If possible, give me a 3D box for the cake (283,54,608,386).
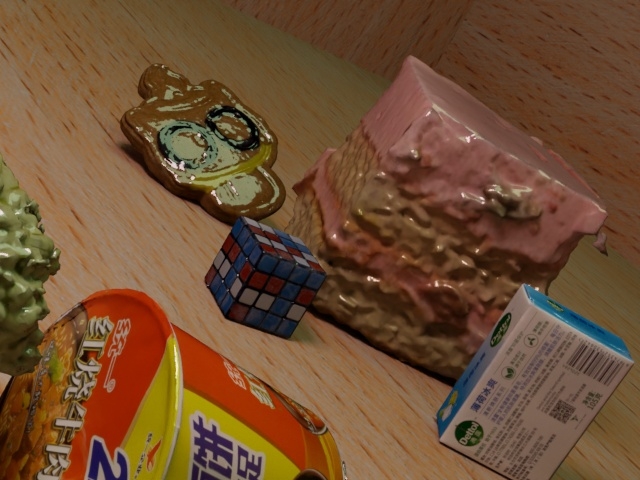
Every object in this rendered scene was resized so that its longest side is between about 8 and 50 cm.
[{"bbox_3d":[0.148,-0.032,1.566,0.314,0.307,0.293,28,21,-17],"label":"cake"}]

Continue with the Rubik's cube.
[{"bbox_3d":[-0.064,0.042,1.380,0.092,0.092,0.092,22,17,-32],"label":"Rubik's cube"}]

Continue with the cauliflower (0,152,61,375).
[{"bbox_3d":[-0.312,0.036,0.753,0.260,0.281,0.327,-3,57,-27],"label":"cauliflower"}]

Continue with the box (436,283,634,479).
[{"bbox_3d":[0.239,0.169,1.360,0.139,0.194,0.073,29,16,-8],"label":"box"}]

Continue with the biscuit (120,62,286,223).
[{"bbox_3d":[-0.159,-0.145,1.693,0.208,0.041,0.290,-26,70,-40],"label":"biscuit"}]

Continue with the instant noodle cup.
[{"bbox_3d":[-0.097,0.158,0.773,0.174,0.213,0.213,30,13,-38],"label":"instant noodle cup"}]
